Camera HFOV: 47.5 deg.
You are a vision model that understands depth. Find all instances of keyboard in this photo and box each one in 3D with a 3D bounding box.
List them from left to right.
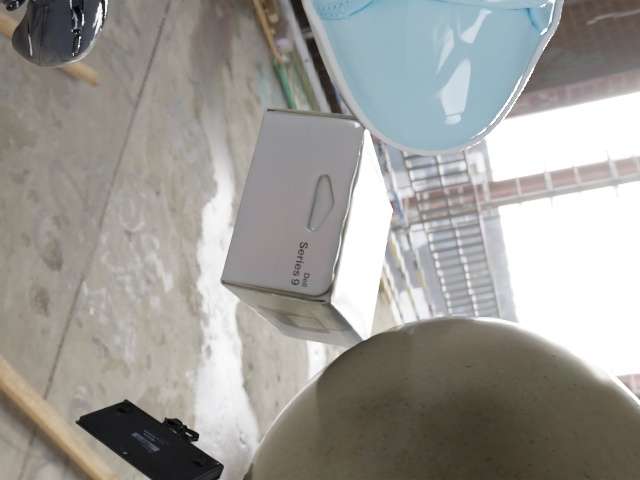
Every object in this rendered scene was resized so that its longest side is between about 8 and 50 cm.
[{"bbox_3d":[-0.195,0.241,0.861,0.108,0.180,0.023,-11,118,-52],"label":"keyboard"}]

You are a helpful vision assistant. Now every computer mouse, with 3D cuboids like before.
[{"bbox_3d":[-0.315,-0.238,0.818,0.184,0.262,0.060,-30,97,-36],"label":"computer mouse"}]

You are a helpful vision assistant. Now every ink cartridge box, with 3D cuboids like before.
[{"bbox_3d":[0.000,0.000,0.647,0.212,0.093,0.154,61,40,-70],"label":"ink cartridge box"}]

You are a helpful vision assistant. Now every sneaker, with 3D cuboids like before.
[{"bbox_3d":[0.050,-0.173,0.232,0.150,0.135,0.365,-86,177,-54],"label":"sneaker"}]

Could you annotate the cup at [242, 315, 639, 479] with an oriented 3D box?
[{"bbox_3d":[0.066,0.216,0.455,0.237,0.331,0.330,10,70,-67],"label":"cup"}]
